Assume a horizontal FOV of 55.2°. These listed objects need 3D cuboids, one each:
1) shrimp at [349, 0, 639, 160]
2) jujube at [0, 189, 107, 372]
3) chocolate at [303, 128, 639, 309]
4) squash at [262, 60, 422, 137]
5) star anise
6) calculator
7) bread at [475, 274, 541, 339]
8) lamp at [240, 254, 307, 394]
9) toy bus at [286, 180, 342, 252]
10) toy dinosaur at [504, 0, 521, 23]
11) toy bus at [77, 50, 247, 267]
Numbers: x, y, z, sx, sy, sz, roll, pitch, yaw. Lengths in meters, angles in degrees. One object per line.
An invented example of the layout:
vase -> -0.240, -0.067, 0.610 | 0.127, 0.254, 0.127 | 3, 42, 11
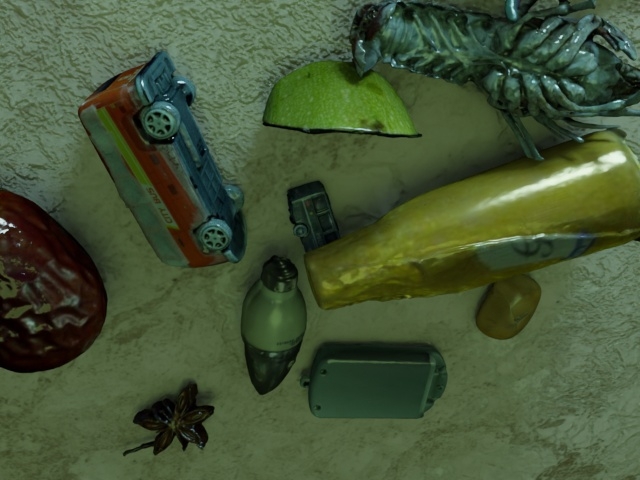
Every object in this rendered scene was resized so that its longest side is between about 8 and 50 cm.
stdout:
shrimp -> 0.238, -0.212, 0.722 | 0.410, 0.166, 0.221 | 14, 119, -1
jujube -> -0.377, 0.059, 0.763 | 0.183, 0.183, 0.243 | -19, 131, 3
chocolate -> 0.199, -0.002, 0.815 | 0.445, 0.162, 0.162 | -19, 120, 0
squash -> 0.031, -0.165, 0.708 | 0.192, 0.184, 0.085 | 2, 103, -11
star anise -> -0.250, 0.305, 0.986 | 0.191, 0.070, 0.097 | -28, 92, 9
calculator -> 0.088, 0.232, 1.000 | 0.246, 0.045, 0.141 | 2, 119, -9
bread -> 0.296, 0.108, 0.955 | 0.082, 0.056, 0.115 | 16, 115, -15
lamp -> -0.071, 0.131, 0.893 | 0.101, 0.101, 0.250 | 4, 126, -10
toy bus -> 0.000, 0.000, 0.860 | 0.065, 0.047, 0.166 | -20, 119, -1
toy dinosaur -> 0.321, -0.429, 0.598 | 0.331, 0.129, 0.383 | -9, 98, -2
toy bus -> -0.184, -0.082, 0.754 | 0.120, 0.121, 0.265 | -16, 121, 11
